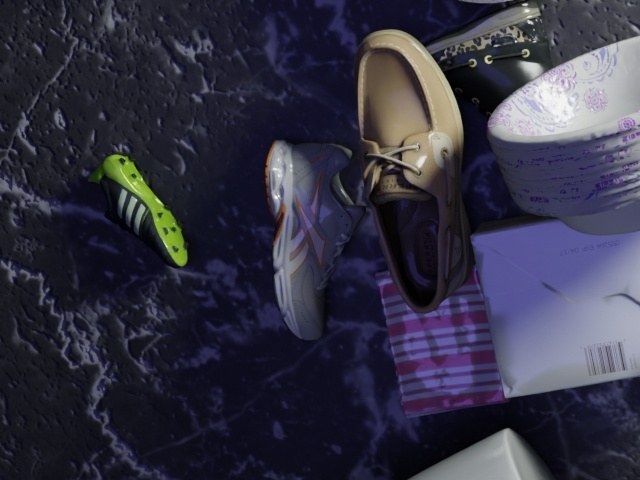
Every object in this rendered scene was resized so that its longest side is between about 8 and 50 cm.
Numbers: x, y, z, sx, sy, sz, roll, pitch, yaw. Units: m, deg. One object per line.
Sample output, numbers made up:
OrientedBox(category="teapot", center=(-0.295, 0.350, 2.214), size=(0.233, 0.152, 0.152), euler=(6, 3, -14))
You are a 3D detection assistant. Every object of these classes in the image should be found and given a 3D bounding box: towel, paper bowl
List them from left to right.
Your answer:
OrientedBox(category="towel", center=(0.157, 0.124, 1.651), size=(0.144, 0.029, 0.197), euler=(-11, 95, 12))
OrientedBox(category="paper bowl", center=(0.337, -0.111, 1.405), size=(0.284, 0.284, 0.148), euler=(-20, 108, 14))

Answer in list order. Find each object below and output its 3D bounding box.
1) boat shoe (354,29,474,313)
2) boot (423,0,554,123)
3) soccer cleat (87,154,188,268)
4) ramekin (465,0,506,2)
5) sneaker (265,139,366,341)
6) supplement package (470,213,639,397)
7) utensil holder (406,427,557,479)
OrientedBox(category="boat shoe", center=(0.109, -0.081, 1.539), size=(0.122, 0.110, 0.341), euler=(-10, 106, 25))
OrientedBox(category="boot", center=(0.189, -0.172, 1.580), size=(0.236, 0.085, 0.178), euler=(-24, 95, 15))
OrientedBox(category="soccer cleat", center=(-0.240, -0.031, 1.704), size=(0.072, 0.060, 0.179), euler=(-37, 82, 23))
OrientedBox(category="ramekin", center=(0.217, -0.410, 1.492), size=(0.277, 0.135, 0.277), euler=(2, 95, 26))
OrientedBox(category="sneaker", center=(0.000, 0.000, 1.637), size=(0.121, 0.099, 0.262), euler=(-4, 97, 8))
OrientedBox(category="supplement package", center=(0.334, 0.059, 1.545), size=(0.262, 0.145, 0.204), euler=(-11, 95, 13))
OrientedBox(category="utensil holder", center=(0.138, 0.448, 1.547), size=(0.385, 0.327, 0.327), euler=(-33, 89, 12))
